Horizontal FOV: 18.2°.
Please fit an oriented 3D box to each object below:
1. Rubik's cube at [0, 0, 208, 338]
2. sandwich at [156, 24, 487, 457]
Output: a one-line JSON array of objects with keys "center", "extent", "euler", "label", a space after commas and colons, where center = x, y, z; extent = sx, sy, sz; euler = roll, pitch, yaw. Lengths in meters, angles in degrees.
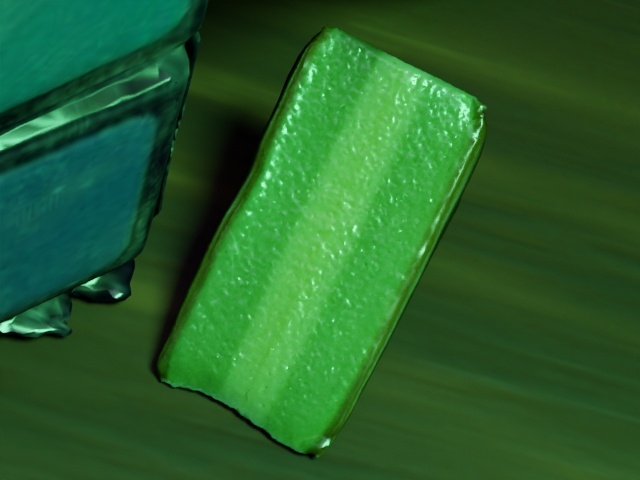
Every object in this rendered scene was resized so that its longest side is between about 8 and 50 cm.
[{"center": [-0.247, -0.145, 0.545], "extent": [0.362, 0.359, 0.363], "euler": [-28, 69, -26], "label": "Rubik's cube"}, {"center": [0.000, 0.000, 0.685], "extent": [0.074, 0.074, 0.116], "euler": [26, 54, 4], "label": "sandwich"}]
